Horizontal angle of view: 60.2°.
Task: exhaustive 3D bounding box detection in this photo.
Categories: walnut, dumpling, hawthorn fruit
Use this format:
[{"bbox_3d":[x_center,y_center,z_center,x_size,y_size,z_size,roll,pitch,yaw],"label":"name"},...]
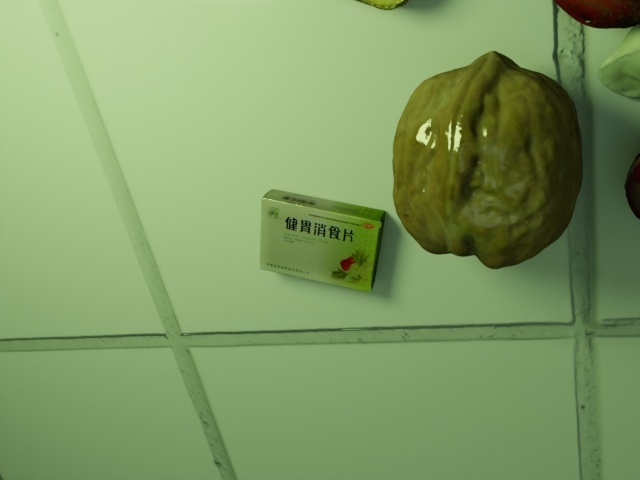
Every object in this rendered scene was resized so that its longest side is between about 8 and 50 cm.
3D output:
[{"bbox_3d":[0.270,-0.134,0.919,0.306,0.306,0.344,3,109,16],"label":"walnut"},{"bbox_3d":[0.569,-0.292,0.841,0.179,0.131,0.252,30,135,-23],"label":"dumpling"},{"bbox_3d":[0.410,-0.421,0.797,0.235,0.181,0.181,38,120,-3],"label":"hawthorn fruit"}]

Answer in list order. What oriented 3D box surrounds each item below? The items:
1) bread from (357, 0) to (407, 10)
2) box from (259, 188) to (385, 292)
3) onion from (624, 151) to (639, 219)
[{"bbox_3d":[0.049,-0.466,0.934,0.245,0.094,0.102,22,129,7],"label":"bread"},{"bbox_3d":[-0.001,0.000,1.194,0.260,0.062,0.175,12,118,12],"label":"box"},{"bbox_3d":[0.634,-0.128,0.882,0.272,0.195,0.272,8,153,4],"label":"onion"}]
